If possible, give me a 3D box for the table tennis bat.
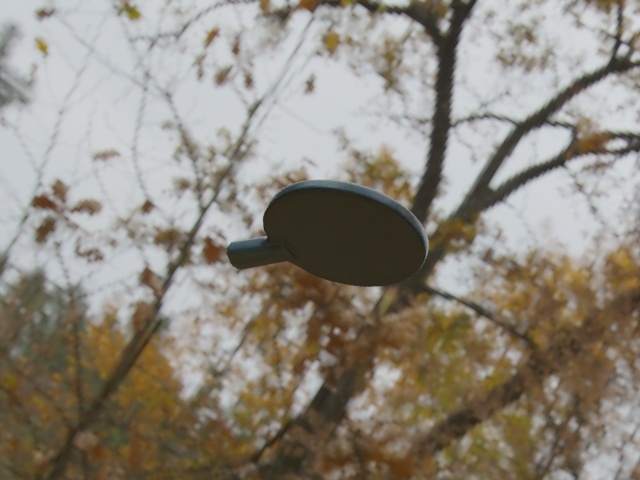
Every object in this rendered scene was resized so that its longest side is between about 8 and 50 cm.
[{"bbox_3d":[0.000,0.000,0.896,0.155,0.019,0.100,-12,-45,41],"label":"table tennis bat"}]
